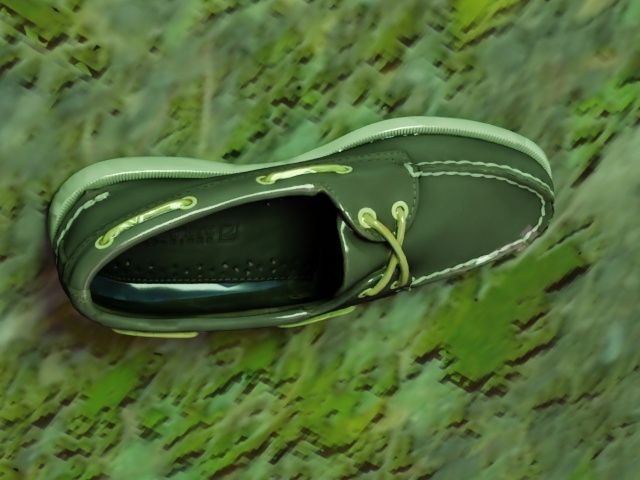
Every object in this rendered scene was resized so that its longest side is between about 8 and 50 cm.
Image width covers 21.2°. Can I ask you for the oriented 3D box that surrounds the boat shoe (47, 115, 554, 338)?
[{"bbox_3d":[0.000,0.000,0.741,0.227,0.069,0.081,-7,121,-11],"label":"boat shoe"}]
